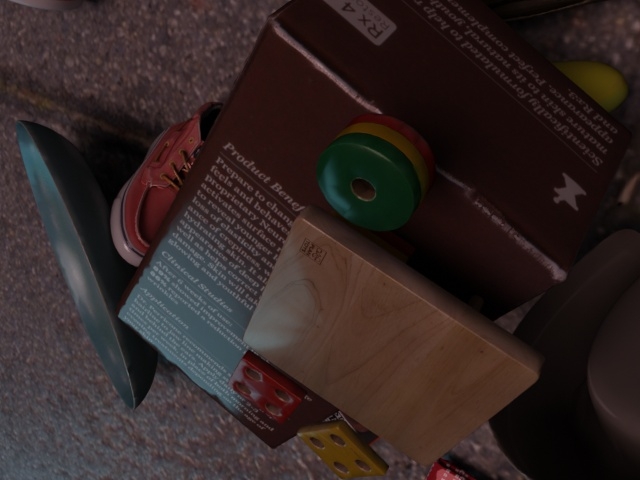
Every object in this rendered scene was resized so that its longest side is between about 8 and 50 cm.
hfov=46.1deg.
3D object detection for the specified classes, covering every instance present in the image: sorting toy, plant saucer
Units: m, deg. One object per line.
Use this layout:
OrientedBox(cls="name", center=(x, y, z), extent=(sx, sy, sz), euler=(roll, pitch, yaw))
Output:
OrientedBox(cls="sorting toy", center=(0.033, 0.052, 0.411), extent=(0.132, 0.046, 0.274), euler=(34, 142, 5))
OrientedBox(cls="plant saucer", center=(-0.239, 0.023, 0.785), extent=(0.317, 0.044, 0.317), euler=(49, 151, 40))

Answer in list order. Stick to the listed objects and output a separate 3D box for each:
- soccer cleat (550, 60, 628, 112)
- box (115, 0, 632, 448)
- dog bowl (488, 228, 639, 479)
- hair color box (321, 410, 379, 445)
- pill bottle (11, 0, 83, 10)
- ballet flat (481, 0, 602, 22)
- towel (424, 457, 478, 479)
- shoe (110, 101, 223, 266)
OrientedBox(cls="soccer cleat", center=(0.076, -0.099, 0.570), extent=(0.289, 0.093, 0.121), euler=(-9, 105, 38))
OrientedBox(cls="box", center=(0.000, 0.000, 0.535), extent=(0.191, 0.143, 0.381), euler=(41, 144, -2))
OrientedBox(cls="dog bowl", center=(0.256, 0.044, 0.348), extent=(0.349, 0.349, 0.102), euler=(-27, 99, 37))
OrientedBox(cls="hair color box", center=(0.046, 0.143, 0.695), extent=(0.072, 0.043, 0.141), euler=(50, 124, 13))
OrientedBox(cls="pill bottle", center=(-0.274, -0.332, 0.743), extent=(0.108, 0.108, 0.180), euler=(34, 120, 23))
OrientedBox(cls="ballet flat", center=(0.127, -0.177, 0.503), extent=(0.250, 0.058, 0.084), euler=(1, 137, 46))
OrientedBox(cls="towel", center=(0.179, 0.336, 0.634), extent=(0.275, 0.031, 0.198), euler=(28, 100, 26))
OrientedBox(cls="shoe", center=(-0.131, -0.059, 0.695), extent=(0.081, 0.178, 0.063), euler=(-29, 123, 34))
